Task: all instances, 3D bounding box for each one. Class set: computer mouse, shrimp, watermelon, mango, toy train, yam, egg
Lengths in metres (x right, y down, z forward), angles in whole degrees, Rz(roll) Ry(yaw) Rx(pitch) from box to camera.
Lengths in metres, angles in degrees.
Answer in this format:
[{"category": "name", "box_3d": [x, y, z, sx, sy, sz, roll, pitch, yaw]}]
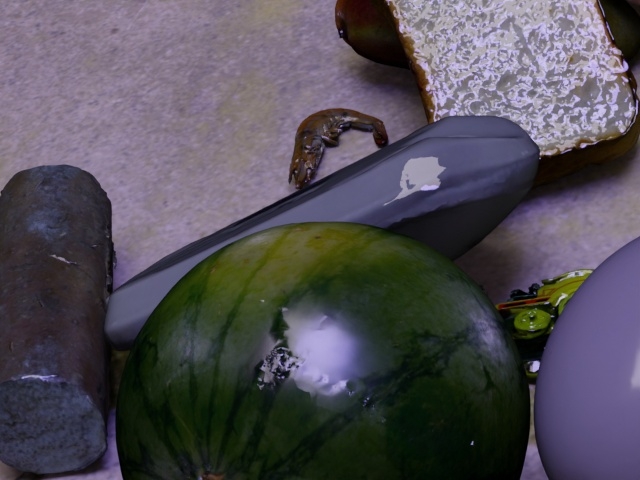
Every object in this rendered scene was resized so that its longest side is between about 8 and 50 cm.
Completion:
[{"category": "computer mouse", "box_3d": [0.002, 0.006, 1.089, 0.331, 0.095, 0.197, -25, 1, 19]}, {"category": "shrimp", "box_3d": [0.014, -0.079, 1.300, 0.083, 0.023, 0.114, 1, 38, 18]}, {"category": "watermelon", "box_3d": [0.002, 0.104, 0.907, 0.242, 0.242, 0.242, -10, 38, 8]}, {"category": "mango", "box_3d": [0.142, -0.196, 1.327, 0.268, 0.111, 0.133, 8, 34, 19]}, {"category": "toy train", "box_3d": [0.128, 0.058, 1.067, 0.250, 0.053, 0.085, -8, 30, 14]}, {"category": "yam", "box_3d": [-0.203, 0.052, 1.156, 0.106, 0.106, 0.259, -13, 38, 5]}, {"category": "egg", "box_3d": [0.217, 0.081, 0.895, 0.176, 0.176, 0.232, 18, 34, 36]}]

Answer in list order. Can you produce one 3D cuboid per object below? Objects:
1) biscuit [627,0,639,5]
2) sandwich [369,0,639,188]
[{"category": "biscuit", "box_3d": [0.344, -0.244, 1.313, 0.376, 0.051, 0.269, 26, 41, 26]}, {"category": "sandwich", "box_3d": [0.141, -0.146, 1.213, 0.186, 0.065, 0.214, -18, 72, 2]}]
